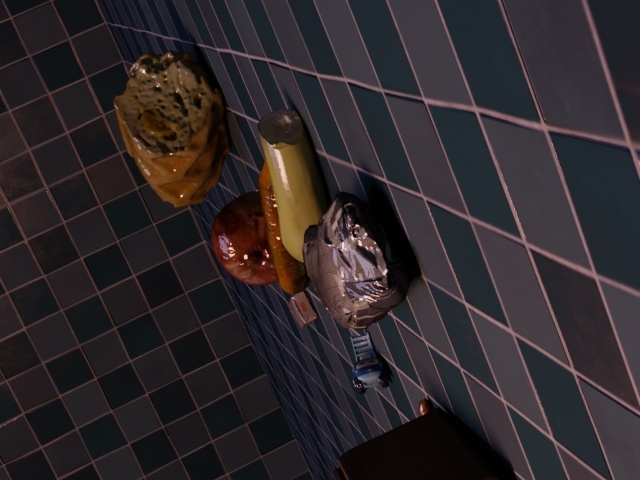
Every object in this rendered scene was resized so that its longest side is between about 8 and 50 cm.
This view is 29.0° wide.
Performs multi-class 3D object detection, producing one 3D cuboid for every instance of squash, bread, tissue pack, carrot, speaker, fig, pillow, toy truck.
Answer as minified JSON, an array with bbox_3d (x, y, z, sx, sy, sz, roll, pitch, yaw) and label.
[{"bbox_3d":[-0.033,-0.067,1.751,0.083,0.083,0.250,54,164,47],"label":"squash"},{"bbox_3d":[-0.272,-0.213,2.321,0.238,0.196,0.252,58,172,11],"label":"bread"},{"bbox_3d":[-0.036,0.135,2.416,0.063,0.035,0.083,63,171,8],"label":"tissue pack"},{"bbox_3d":[0.165,0.294,1.763,0.035,0.035,0.165,-135,24,-63],"label":"carrot"},{"bbox_3d":[0.140,0.344,1.576,0.153,0.192,0.231,66,174,-17],"label":"speaker"},{"bbox_3d":[-0.050,-0.027,1.882,0.070,0.070,0.260,-125,21,-45],"label":"carrot"},{"bbox_3d":[-0.091,-0.036,2.048,0.143,0.160,0.231,113,174,-50],"label":"fig"},{"bbox_3d":[0.038,0.033,1.582,0.335,0.092,0.161,123,126,-80],"label":"pillow"},{"bbox_3d":[0.072,0.192,1.948,0.073,0.056,0.090,75,179,-73],"label":"toy truck"}]
